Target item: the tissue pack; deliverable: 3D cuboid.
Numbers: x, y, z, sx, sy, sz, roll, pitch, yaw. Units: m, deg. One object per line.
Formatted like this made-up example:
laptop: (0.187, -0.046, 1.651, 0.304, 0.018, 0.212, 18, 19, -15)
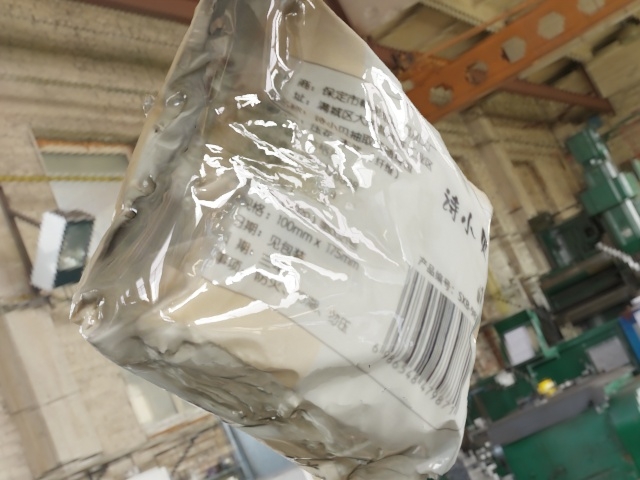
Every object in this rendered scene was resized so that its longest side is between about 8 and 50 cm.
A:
tissue pack: (0.000, 0.000, 0.824, 0.195, 0.390, 0.375, -11, -42, 40)
